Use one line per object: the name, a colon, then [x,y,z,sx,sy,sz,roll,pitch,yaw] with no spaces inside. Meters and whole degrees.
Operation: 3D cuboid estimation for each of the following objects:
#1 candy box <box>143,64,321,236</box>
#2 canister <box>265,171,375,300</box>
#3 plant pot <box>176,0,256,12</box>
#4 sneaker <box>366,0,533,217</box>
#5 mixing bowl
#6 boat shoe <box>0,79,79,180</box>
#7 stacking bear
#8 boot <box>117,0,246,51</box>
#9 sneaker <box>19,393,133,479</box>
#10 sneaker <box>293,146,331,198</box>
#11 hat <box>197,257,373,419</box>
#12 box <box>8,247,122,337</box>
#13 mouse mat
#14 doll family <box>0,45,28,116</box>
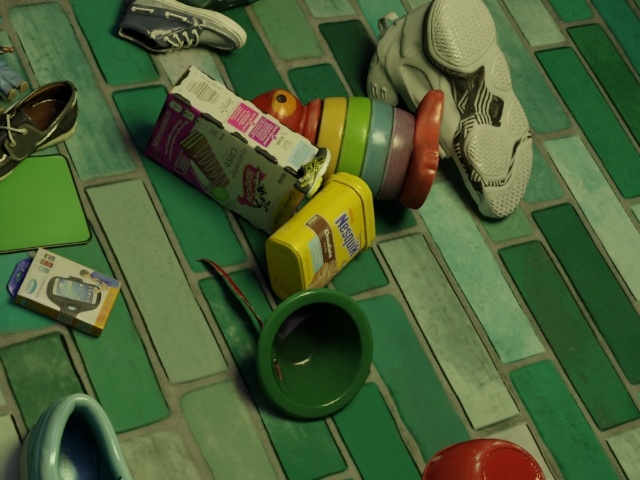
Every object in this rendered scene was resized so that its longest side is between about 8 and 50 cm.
candy box: [-0.122,-0.122,1.905,0.233,0.159,0.071,32,53,-1]
canister: [0.000,0.000,1.902,0.073,0.126,0.170,21,47,30]
plant pot: [-0.171,-0.495,2.095,0.248,0.247,0.252,-24,88,-35]
sneaker: [0.202,-0.211,2.135,0.137,0.210,0.365,-27,106,-35]
mixing bowl: [0.234,0.335,1.797,0.182,0.098,0.181,11,54,-16]
boat shoe: [-0.424,-0.147,1.833,0.084,0.079,0.233,43,51,10]
stacking bear: [0.021,-0.148,1.992,0.289,0.164,0.175,11,54,-4]
boot: [-0.214,-0.315,2.062,0.190,0.069,0.086,20,59,-1]
sneaker: [-0.266,0.344,1.529,0.135,0.150,0.365,-8,62,-28]
sneaker: [-0.011,-0.097,1.817,0.035,0.031,0.083,26,55,-12]
hat: [-0.045,0.124,1.861,0.173,0.183,0.208,-13,106,-24]
box: [-0.338,0.065,1.765,0.136,0.028,0.081,24,52,-10]
mouse mat: [-0.416,-0.050,1.820,0.190,0.007,0.152,-7,61,-29]
doll family: [-0.498,-0.211,1.854,0.111,0.076,0.193,42,46,12]
